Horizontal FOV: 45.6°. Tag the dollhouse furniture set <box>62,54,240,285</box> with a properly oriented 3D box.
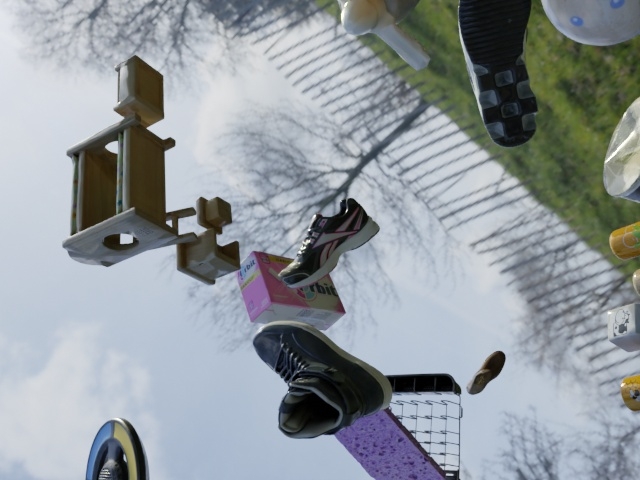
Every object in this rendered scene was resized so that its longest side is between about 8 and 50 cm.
[{"bbox_3d":[-0.171,-0.057,0.779,0.161,0.101,0.182,34,-138,-51],"label":"dollhouse furniture set"}]

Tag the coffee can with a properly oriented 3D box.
[{"bbox_3d":[0.706,-0.140,1.419,0.275,0.201,0.201,17,-153,-3],"label":"coffee can"}]

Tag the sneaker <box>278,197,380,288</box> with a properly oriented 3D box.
[{"bbox_3d":[0.000,0.000,1.154,0.077,0.178,0.072,57,158,-16],"label":"sneaker"}]

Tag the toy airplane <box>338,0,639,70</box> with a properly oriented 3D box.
[{"bbox_3d":[0.166,-0.266,0.513,0.386,0.384,0.272,-145,33,-82],"label":"toy airplane"}]

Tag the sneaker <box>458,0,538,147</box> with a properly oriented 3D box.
[{"bbox_3d":[0.301,-0.338,1.325,0.146,0.122,0.330,-81,-17,-66],"label":"sneaker"}]

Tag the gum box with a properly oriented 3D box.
[{"bbox_3d":[-0.048,0.091,1.327,0.188,0.062,0.107,13,-136,-43],"label":"gum box"}]

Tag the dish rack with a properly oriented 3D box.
[{"bbox_3d":[0.209,0.430,1.650,0.074,0.208,0.271,28,-120,-49],"label":"dish rack"}]

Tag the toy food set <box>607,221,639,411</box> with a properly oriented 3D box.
[{"bbox_3d":[0.412,0.086,0.884,0.111,0.104,0.232,29,-126,-26],"label":"toy food set"}]

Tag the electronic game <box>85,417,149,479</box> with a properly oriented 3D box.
[{"bbox_3d":[-0.358,0.425,1.320,0.048,0.229,0.229,9,-137,-38],"label":"electronic game"}]

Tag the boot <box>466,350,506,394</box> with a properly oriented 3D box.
[{"bbox_3d":[0.304,0.239,1.384,0.037,0.106,0.114,36,174,17],"label":"boot"}]

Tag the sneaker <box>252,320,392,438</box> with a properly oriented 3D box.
[{"bbox_3d":[-0.035,0.184,1.030,0.226,0.086,0.163,22,-161,29],"label":"sneaker"}]

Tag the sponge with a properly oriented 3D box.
[{"bbox_3d":[0.133,0.412,1.471,0.210,0.117,0.031,49,-162,-2],"label":"sponge"}]
